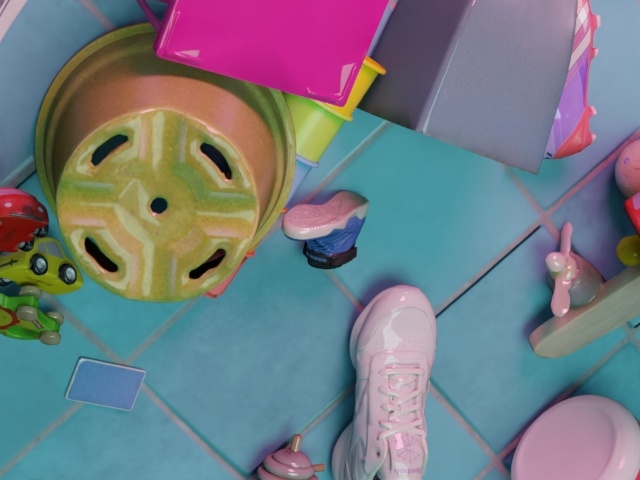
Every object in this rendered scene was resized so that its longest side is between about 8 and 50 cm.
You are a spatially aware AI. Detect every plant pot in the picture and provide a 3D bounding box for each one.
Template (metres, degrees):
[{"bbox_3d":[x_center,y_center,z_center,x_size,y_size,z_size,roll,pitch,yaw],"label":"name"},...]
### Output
[{"bbox_3d":[-0.154,-0.060,1.344,0.276,0.254,0.276,-1,106,-4],"label":"plant pot"},{"bbox_3d":[0.172,-0.219,1.519,0.166,0.165,0.234,16,98,-28],"label":"plant pot"}]

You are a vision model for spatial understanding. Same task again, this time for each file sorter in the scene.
[{"bbox_3d":[-0.039,-0.316,1.344,0.202,0.182,0.290,13,112,-27],"label":"file sorter"}]

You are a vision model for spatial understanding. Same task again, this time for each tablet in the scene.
[{"bbox_3d":[-0.246,0.165,1.594,0.083,0.006,0.054,15,106,-29],"label":"tablet"}]

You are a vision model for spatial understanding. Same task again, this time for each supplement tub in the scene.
[{"bbox_3d":[0.398,0.347,1.847,0.191,0.191,0.272,-47,122,2],"label":"supplement tub"}]

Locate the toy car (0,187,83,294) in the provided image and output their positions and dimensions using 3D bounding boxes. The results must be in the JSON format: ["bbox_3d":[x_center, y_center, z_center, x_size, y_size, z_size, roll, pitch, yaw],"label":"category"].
[{"bbox_3d":[-0.367,0.003,1.409,0.225,0.053,0.239,-3,159,0],"label":"toy car"}]

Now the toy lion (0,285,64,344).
[{"bbox_3d":[-0.336,0.081,1.486,0.096,0.034,0.100,-5,150,13],"label":"toy lion"}]

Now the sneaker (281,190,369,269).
[{"bbox_3d":[0.001,0.000,1.568,0.152,0.058,0.084,-28,136,-58],"label":"sneaker"}]

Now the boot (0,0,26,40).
[{"bbox_3d":[-0.334,-0.242,1.334,0.086,0.069,0.190,24,103,-33],"label":"boot"}]

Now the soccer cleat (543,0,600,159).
[{"bbox_3d":[0.267,-0.207,1.610,0.095,0.083,0.248,-15,120,-12],"label":"soccer cleat"}]

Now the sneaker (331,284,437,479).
[{"bbox_3d":[0.098,0.205,1.677,0.114,0.152,0.305,-1,111,-21],"label":"sneaker"}]

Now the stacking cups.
[{"bbox_3d":[-0.049,-0.076,1.518,0.096,0.096,0.316,27,100,-31],"label":"stacking cups"}]

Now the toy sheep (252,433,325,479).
[{"bbox_3d":[-0.041,0.300,1.701,0.091,0.091,0.132,7,96,-26],"label":"toy sheep"}]

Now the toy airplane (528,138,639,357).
[{"bbox_3d":[0.466,-0.008,1.706,0.386,0.272,0.384,-20,157,-24],"label":"toy airplane"}]
